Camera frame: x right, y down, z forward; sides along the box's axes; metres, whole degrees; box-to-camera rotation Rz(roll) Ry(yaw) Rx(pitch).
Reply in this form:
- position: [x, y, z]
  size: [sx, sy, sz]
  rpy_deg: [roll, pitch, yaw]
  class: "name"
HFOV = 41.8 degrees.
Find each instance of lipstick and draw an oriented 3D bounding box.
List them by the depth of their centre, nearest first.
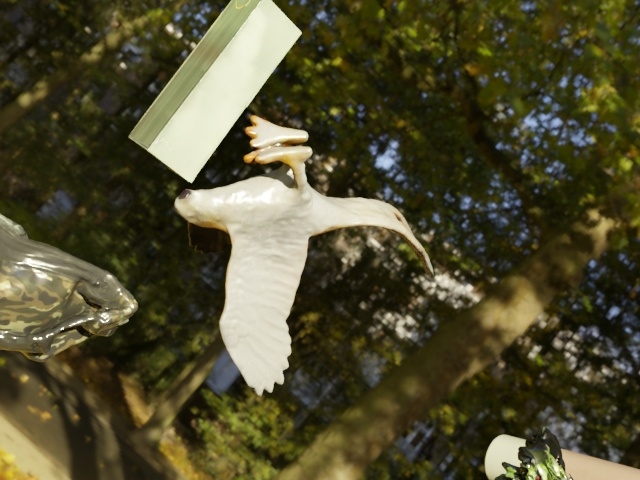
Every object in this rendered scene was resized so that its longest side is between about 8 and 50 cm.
- position: [0.323, 0.301, 1.036]
  size: [0.254, 0.070, 0.070]
  rpy_deg: [3, -38, 51]
  class: "lipstick"

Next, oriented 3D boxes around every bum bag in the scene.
- position: [-0.247, 0.023, 0.598]
  size: [0.102, 0.069, 0.248]
  rpy_deg: [-27, -46, 28]
  class: "bum bag"

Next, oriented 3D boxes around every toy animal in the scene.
- position: [-0.004, -0.014, 0.937]
  size: [0.302, 0.284, 0.225]
  rpy_deg: [83, -12, -52]
  class: "toy animal"

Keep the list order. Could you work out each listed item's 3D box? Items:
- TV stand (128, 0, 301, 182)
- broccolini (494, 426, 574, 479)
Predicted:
- position: [-0.149, -0.222, 1.192]
  size: [0.088, 0.269, 0.083]
  rpy_deg: [40, -4, -40]
  class: "TV stand"
- position: [0.161, 0.169, 0.470]
  size: [0.271, 0.062, 0.123]
  rpy_deg: [26, 46, -58]
  class: "broccolini"
